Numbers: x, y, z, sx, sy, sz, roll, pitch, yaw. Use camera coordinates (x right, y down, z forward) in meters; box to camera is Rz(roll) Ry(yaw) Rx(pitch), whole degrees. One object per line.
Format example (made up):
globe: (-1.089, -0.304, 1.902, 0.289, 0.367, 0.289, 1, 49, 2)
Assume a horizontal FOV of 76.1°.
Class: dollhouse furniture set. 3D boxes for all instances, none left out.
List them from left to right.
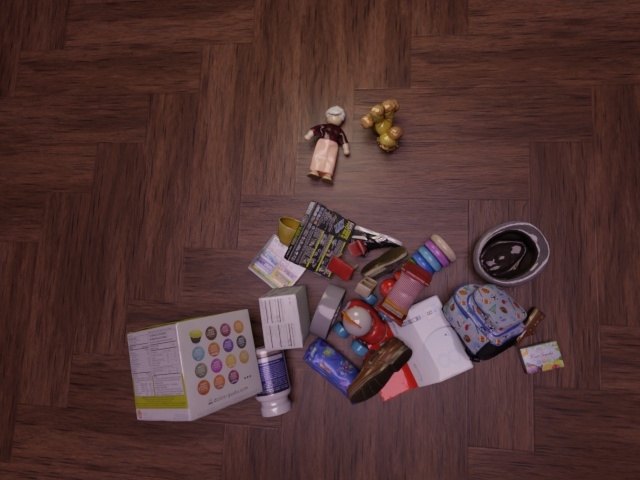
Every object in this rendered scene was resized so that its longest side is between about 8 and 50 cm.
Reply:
dollhouse furniture set: (0.215, 0.132, 1.575, 0.374, 0.152, 0.201, 32, 109, 15)

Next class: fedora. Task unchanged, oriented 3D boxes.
fedora: (0.746, 0.058, 1.627, 0.275, 0.124, 0.244, -38, 77, 10)

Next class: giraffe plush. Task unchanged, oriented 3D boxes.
giraffe plush: (0.275, -0.467, 1.734, 0.181, 0.210, 0.170, -29, 85, -22)

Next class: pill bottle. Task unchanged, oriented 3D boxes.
pill bottle: (-0.204, 0.567, 1.676, 0.153, 0.153, 0.265, -14, 81, 6)

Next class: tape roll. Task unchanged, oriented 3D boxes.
tape roll: (0.032, 0.285, 1.647, 0.072, 0.219, 0.219, 21, 86, 10)

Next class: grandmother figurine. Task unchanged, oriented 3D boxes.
grandmother figurine: (0.031, -0.436, 1.806, 0.207, 0.104, 0.342, 18, 82, -18)

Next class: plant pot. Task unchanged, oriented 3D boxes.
plant pot: (-0.131, -0.029, 1.765, 0.134, 0.134, 0.095, 27, 110, 10)

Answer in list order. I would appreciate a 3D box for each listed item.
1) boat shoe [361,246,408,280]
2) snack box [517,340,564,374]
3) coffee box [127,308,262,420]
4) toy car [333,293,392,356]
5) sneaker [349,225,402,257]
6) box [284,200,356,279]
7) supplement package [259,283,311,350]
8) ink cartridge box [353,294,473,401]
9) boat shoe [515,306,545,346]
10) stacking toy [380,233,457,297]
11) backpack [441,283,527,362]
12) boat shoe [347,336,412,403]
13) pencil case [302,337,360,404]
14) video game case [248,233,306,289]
boat shoe: (0.273, 0.101, 1.689, 0.223, 0.080, 0.073, -31, 117, 27)
snack box: (0.864, 0.458, 1.605, 0.141, 0.037, 0.100, -15, 80, 6)
coffee box: (-0.484, 0.470, 1.578, 0.338, 0.337, 0.334, -18, 80, 36)
toy car: (0.140, 0.306, 1.598, 0.219, 0.238, 0.210, -51, 56, 3)
sneaker: (0.229, 0.026, 1.731, 0.216, 0.079, 0.121, 20, 89, 18)
box: (0.000, 0.000, 1.709, 0.216, 0.060, 0.270, 26, 88, -27)
supplement package: (-0.133, 0.300, 1.633, 0.145, 0.262, 0.204, -8, 91, 7)
ink cartridge box: (0.364, 0.437, 1.650, 0.385, 0.091, 0.308, -26, 80, 3)
boat shoe: (0.821, 0.348, 1.612, 0.060, 0.064, 0.178, 35, 86, 12)
stacking toy: (0.388, 0.127, 1.674, 0.330, 0.141, 0.141, -41, 80, 7)
backpack: (0.608, 0.286, 1.541, 0.263, 0.276, 0.213, 46, 128, 37)
boat shoe: (0.213, 0.500, 1.585, 0.307, 0.111, 0.104, -34, 40, -16)
pencil case: (0.068, 0.532, 1.657, 0.306, 0.133, 0.119, 40, 115, 11)
video game case: (-0.181, 0.110, 1.797, 0.212, 0.023, 0.193, 38, 89, 10)
